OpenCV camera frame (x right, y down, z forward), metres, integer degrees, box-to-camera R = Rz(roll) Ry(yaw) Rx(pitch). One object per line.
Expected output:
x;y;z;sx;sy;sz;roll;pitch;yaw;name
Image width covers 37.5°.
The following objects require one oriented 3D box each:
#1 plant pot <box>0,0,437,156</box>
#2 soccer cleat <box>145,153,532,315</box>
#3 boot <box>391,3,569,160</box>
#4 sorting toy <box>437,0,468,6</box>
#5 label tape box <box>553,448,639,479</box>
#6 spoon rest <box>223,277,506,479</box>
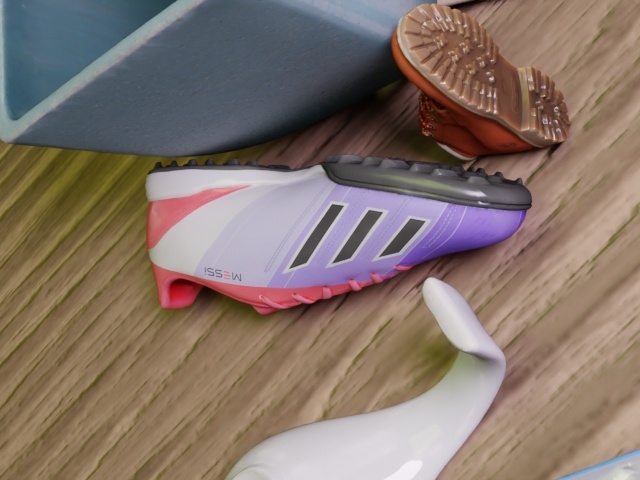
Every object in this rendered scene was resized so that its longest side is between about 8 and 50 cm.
-0.051;-0.194;0.653;0.247;0.252;0.247;-22;67;40;plant pot
0.000;0.000;0.670;0.318;0.108;0.117;2;90;36;soccer cleat
0.083;-0.092;0.603;0.084;0.158;0.059;-12;63;41;boot
0.078;-0.271;0.756;0.208;0.038;0.193;-6;78;39;sorting toy
0.130;0.287;0.399;0.249;0.115;0.348;-29;51;27;label tape box
0.021;0.145;0.596;0.276;0.084;0.137;-51;45;24;spoon rest
